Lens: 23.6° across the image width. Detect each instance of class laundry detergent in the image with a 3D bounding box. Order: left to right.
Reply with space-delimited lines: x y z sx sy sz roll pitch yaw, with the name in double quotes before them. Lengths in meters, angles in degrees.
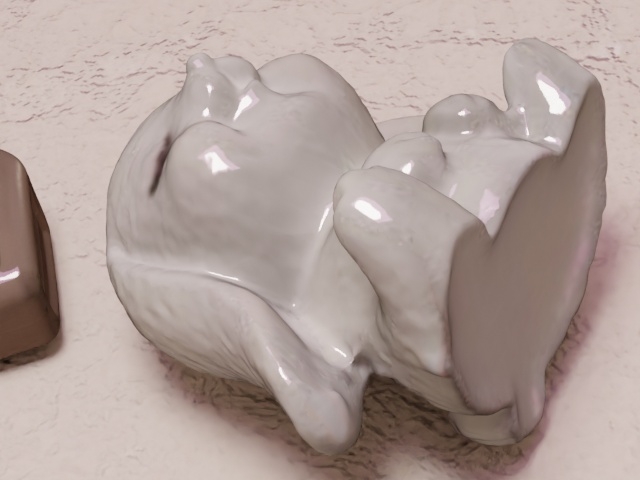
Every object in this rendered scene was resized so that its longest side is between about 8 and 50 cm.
"laundry detergent" -0.286 0.020 0.951 0.237 0.076 0.171 -15 46 0

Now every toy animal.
"toy animal" 0.000 0.000 0.848 0.265 0.206 0.271 8 34 29
